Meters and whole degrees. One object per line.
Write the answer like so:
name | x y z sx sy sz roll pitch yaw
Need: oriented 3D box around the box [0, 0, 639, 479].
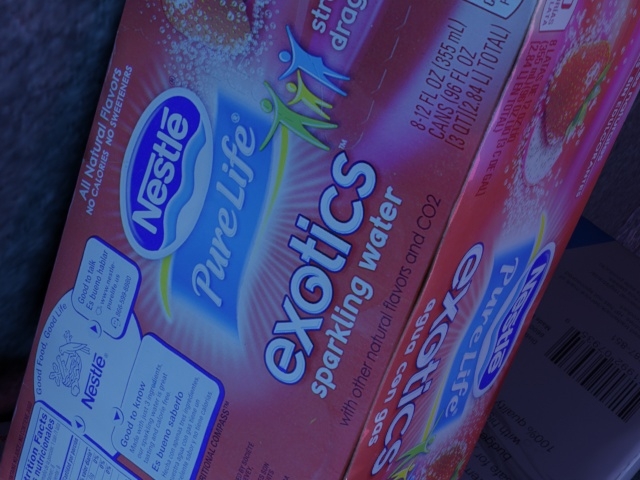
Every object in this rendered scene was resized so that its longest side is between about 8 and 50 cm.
box | 0.000 0.000 0.477 0.142 0.154 0.300 -18 132 -56

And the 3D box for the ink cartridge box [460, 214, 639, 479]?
ink cartridge box | 0.091 0.117 0.806 0.307 0.223 0.129 -39 157 -27

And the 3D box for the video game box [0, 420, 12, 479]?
video game box | -0.216 0.173 0.522 0.205 0.048 0.187 -55 160 12
